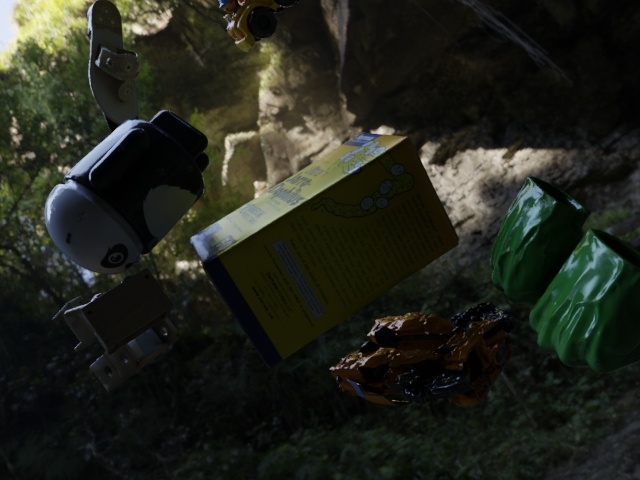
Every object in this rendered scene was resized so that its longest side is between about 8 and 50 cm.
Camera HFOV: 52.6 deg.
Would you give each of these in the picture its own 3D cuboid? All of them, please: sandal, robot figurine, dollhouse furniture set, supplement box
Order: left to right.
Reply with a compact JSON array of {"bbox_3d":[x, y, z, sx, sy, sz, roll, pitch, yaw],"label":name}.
[{"bbox_3d":[-0.375,-0.338,1.191,0.088,0.240,0.079,-7,-6,-40],"label":"sandal"},{"bbox_3d":[-0.405,0.175,1.296,0.129,0.183,0.129,-39,-1,34],"label":"dollhouse furniture set"},{"bbox_3d":[-0.293,-0.075,1.015,0.278,0.173,0.209,-51,-48,-25],"label":"robot figurine"},{"bbox_3d":[0.000,0.000,1.035,0.356,0.194,0.195,-32,-71,-9],"label":"supplement box"},{"bbox_3d":[0.160,0.177,0.983,0.291,0.085,0.211,-8,26,50],"label":"robot figurine"}]

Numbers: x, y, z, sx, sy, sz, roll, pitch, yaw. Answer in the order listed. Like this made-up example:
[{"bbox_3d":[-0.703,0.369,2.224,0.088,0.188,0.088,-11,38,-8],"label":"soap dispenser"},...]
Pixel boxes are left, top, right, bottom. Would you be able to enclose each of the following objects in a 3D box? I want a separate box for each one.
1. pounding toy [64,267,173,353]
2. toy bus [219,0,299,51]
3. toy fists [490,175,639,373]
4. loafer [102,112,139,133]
[{"bbox_3d":[-0.313,0.107,0.993,0.130,0.100,0.141,-34,-2,-22],"label":"pounding toy"},{"bbox_3d":[-0.167,-0.571,1.460,0.211,0.149,0.220,37,-91,-24],"label":"toy bus"},{"bbox_3d":[0.289,0.041,0.762,0.096,0.279,0.142,17,-66,-21],"label":"toy fists"},{"bbox_3d":[-0.463,-0.255,1.577,0.076,0.078,0.223,-39,-61,-18],"label":"loafer"}]
